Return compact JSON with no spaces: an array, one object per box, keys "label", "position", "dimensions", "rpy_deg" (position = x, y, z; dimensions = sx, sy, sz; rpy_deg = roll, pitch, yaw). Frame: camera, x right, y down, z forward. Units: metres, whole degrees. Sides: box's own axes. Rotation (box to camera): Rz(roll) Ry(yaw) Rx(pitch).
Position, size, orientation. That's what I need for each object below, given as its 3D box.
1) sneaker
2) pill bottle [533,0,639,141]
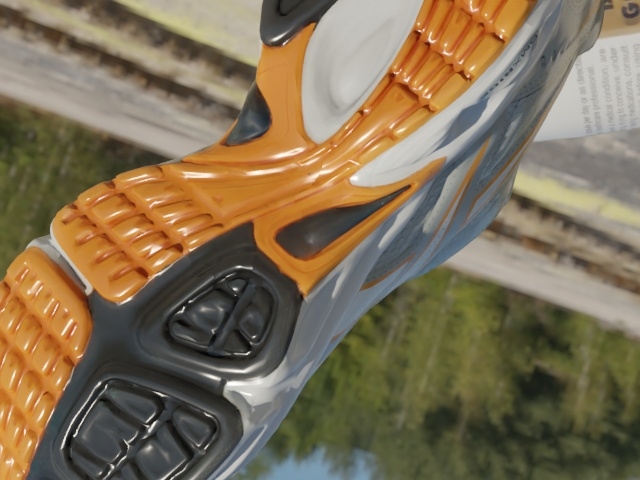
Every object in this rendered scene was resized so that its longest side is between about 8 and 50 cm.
[{"label":"sneaker","position":[0.000,0.000,0.465],"dimensions":[0.099,0.262,0.121],"rpy_deg":[48,-164,25]},{"label":"pill bottle","position":[0.136,-0.118,0.747],"dimensions":[0.229,0.131,0.131],"rpy_deg":[-7,173,11]}]
